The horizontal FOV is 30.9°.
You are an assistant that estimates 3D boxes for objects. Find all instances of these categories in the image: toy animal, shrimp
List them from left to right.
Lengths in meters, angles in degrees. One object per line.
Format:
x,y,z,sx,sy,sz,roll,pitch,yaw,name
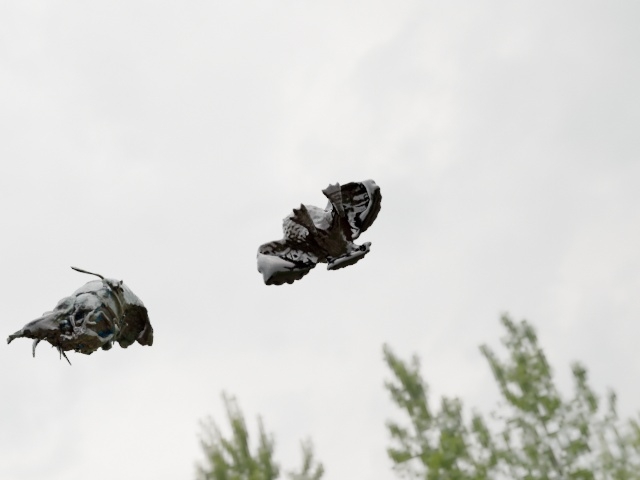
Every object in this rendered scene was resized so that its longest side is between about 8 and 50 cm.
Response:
-0.190,0.060,0.932,0.082,0.076,0.174,-12,-3,12,shrimp
-0.003,-0.001,1.666,0.218,0.116,0.179,-41,2,-13,toy animal
